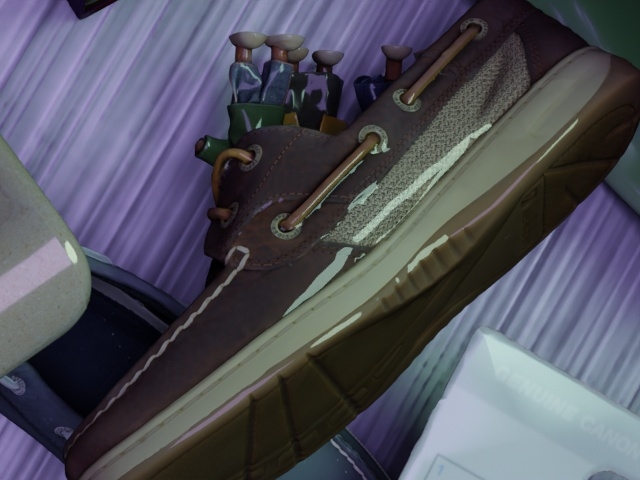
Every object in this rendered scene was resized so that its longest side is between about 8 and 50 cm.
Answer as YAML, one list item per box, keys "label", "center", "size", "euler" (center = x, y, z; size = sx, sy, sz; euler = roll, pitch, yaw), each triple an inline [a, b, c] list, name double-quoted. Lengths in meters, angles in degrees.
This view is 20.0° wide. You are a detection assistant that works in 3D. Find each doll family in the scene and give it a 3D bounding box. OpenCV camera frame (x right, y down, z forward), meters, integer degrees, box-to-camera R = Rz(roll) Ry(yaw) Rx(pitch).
- label: "doll family"
  center: [0.024, -0.044, 0.959]
  size: [0.193, 0.076, 0.111]
  euler: [3, 85, -13]

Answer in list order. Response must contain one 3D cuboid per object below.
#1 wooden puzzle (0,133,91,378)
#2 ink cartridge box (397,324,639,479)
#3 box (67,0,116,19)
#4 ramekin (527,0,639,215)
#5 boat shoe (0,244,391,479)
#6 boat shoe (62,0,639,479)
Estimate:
- label: "wooden puzzle"
  center: [-0.326, -0.022, 0.830]
  size: [0.322, 0.080, 0.348]
  euler: [-35, 71, -9]
- label: "ink cartridge box"
  center: [0.099, 0.279, 0.957]
  size: [0.308, 0.091, 0.385]
  euler: [31, 83, -16]
- label: "box"
  center: [0.001, -0.210, 0.887]
  size: [0.293, 0.201, 0.057]
  euler: [-30, 95, -8]
- label: "ramekin"
  center: [0.226, -0.120, 0.887]
  size: [0.148, 0.303, 0.303]
  euler: [-40, 97, -15]
- label: "boat shoe"
  center: [-0.081, 0.090, 0.926]
  size: [0.319, 0.099, 0.116]
  euler: [37, 81, -10]
- label: "boat shoe"
  center: [0.000, 0.000, 0.869]
  size: [0.342, 0.123, 0.123]
  euler: [-41, 68, -13]
